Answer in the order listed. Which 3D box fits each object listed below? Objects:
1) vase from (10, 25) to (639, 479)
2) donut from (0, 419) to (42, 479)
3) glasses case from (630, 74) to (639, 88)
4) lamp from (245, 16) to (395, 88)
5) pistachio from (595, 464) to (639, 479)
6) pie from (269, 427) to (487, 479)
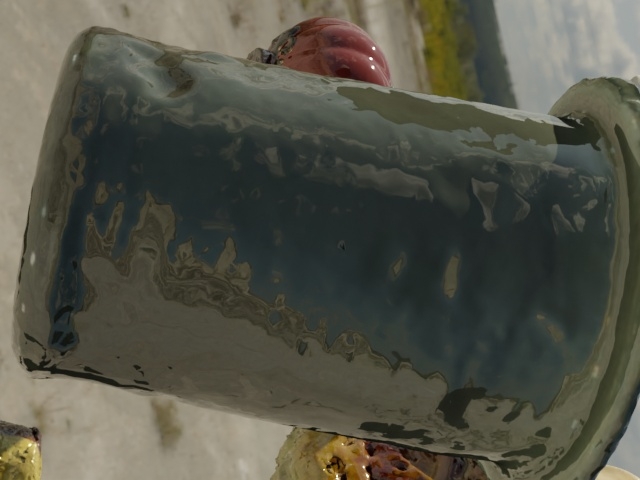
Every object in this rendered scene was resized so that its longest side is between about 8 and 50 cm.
[{"bbox_3d":[0.000,0.000,0.604,0.245,0.291,0.245,-167,-90,-79],"label":"vase"},{"bbox_3d":[-0.326,0.253,1.228,0.140,0.059,0.140,-177,-90,-78],"label":"donut"},{"bbox_3d":[0.332,-0.099,1.265,0.193,0.049,0.074,92,12,-56],"label":"glasses case"},{"bbox_3d":[-0.011,-0.165,1.432,0.227,0.227,0.226,-13,90,-80],"label":"lamp"},{"bbox_3d":[0.347,0.415,1.632,0.230,0.309,0.230,-44,141,-50],"label":"pistachio"},{"bbox_3d":[0.087,0.215,1.042,0.308,0.308,0.085,-90,-179,-50],"label":"pie"}]
